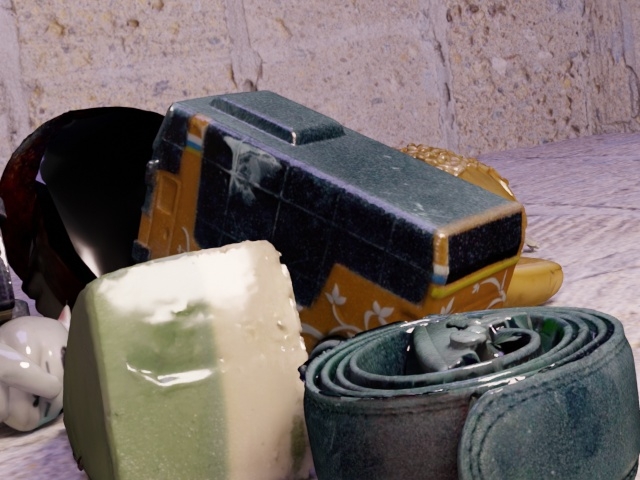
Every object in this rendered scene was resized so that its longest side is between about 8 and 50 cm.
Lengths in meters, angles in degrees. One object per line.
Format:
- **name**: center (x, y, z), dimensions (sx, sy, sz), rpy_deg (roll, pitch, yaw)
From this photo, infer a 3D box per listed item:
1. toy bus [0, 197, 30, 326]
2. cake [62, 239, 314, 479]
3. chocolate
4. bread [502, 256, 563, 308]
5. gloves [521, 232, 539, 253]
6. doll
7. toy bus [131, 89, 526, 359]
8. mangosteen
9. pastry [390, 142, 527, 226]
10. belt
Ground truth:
- **toy bus**: center (-0.402, 0.053, 1.052), dimensions (0.179, 0.143, 0.305), rpy_deg (-12, -14, -21)
- **cake**: center (-0.127, 0.089, 0.824), dimensions (0.158, 0.172, 0.283), rpy_deg (-9, 6, -23)
- **chocolate**: center (-0.197, 0.023, 1.104), dimensions (0.283, 0.283, 0.186), rpy_deg (-17, -24, -50)
- **bread**: center (0.215, 0.051, 1.155), dimensions (0.115, 0.056, 0.082), rpy_deg (-8, 10, -41)
- **gloves**: center (0.286, 0.004, 1.518), dimensions (0.081, 0.037, 0.044), rpy_deg (6, 51, 40)
- **doll**: center (-0.295, 0.126, 0.922), dimensions (0.180, 0.110, 0.107), rpy_deg (-8, 27, -38)
- **toy bus**: center (0.000, 0.000, 0.909), dimensions (0.323, 0.194, 0.162), rpy_deg (28, 28, 29)
- **mangosteen**: center (-0.302, -0.042, 1.472), dimensions (0.330, 0.330, 0.330), rpy_deg (-7, 8, 1)
- **pastry**: center (0.126, -0.044, 1.449), dimensions (0.315, 0.184, 0.284), rpy_deg (-10, 9, -19)
- **belt**: center (0.093, 0.111, 0.641), dimensions (0.206, 0.116, 0.267), rpy_deg (-9, 5, 11)
